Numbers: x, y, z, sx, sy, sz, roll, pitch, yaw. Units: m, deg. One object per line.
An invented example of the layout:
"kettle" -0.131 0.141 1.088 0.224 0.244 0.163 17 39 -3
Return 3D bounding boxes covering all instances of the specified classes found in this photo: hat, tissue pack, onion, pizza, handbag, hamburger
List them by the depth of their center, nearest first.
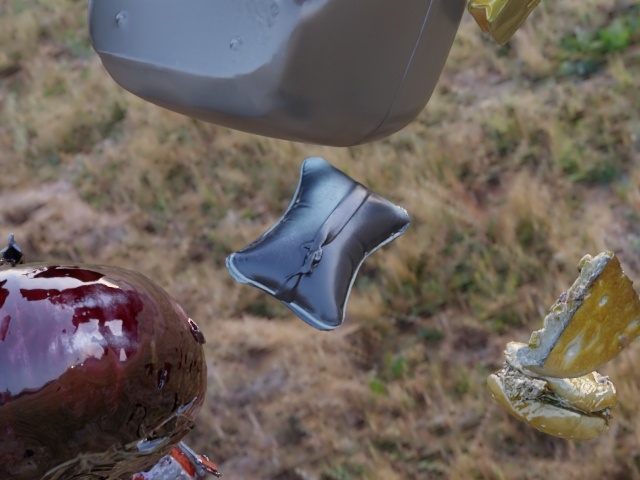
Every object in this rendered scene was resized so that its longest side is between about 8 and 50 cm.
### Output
"tissue pack" -0.004 -0.274 1.293 0.267 0.387 0.277 16 7 38
"handbag" 0.154 -0.196 1.306 0.027 0.083 0.061 43 96 15
"onion" -0.249 0.118 1.326 0.314 0.314 0.232 -22 67 3
"pizza" 0.250 0.068 1.491 0.178 0.131 0.041 -28 39 -30
"hamburger" 0.271 0.176 1.851 0.138 0.147 0.083 36 108 64
"hat" -0.270 0.340 2.192 0.227 0.140 0.129 -38 43 0

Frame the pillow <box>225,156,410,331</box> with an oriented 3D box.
"pillow" 0.000 0.002 1.172 0.091 0.055 0.135 14 47 25
